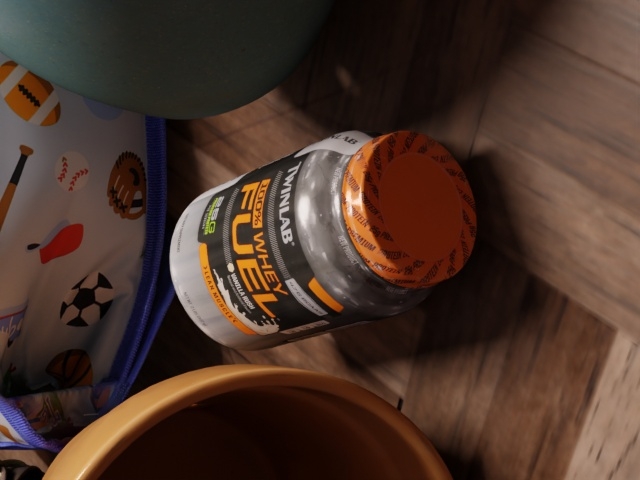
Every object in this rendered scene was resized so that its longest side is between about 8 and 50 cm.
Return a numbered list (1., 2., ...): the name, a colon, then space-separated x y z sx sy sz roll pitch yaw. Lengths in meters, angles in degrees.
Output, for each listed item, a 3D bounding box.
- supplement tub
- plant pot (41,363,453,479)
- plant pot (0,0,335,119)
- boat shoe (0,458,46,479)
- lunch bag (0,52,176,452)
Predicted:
1. supplement tub: 0.000 0.000 0.833 0.190 0.117 0.117 -20 83 49
2. plant pot: -0.073 0.217 0.868 0.203 0.291 0.290 3 102 65
3. plant pot: -0.094 -0.189 0.812 0.290 0.290 0.195 31 156 41
4. boat shoe: -0.252 0.239 1.127 0.324 0.116 0.096 15 94 22
5. lunch bag: -0.281 -0.028 1.061 0.328 0.239 0.385 -5 87 48
